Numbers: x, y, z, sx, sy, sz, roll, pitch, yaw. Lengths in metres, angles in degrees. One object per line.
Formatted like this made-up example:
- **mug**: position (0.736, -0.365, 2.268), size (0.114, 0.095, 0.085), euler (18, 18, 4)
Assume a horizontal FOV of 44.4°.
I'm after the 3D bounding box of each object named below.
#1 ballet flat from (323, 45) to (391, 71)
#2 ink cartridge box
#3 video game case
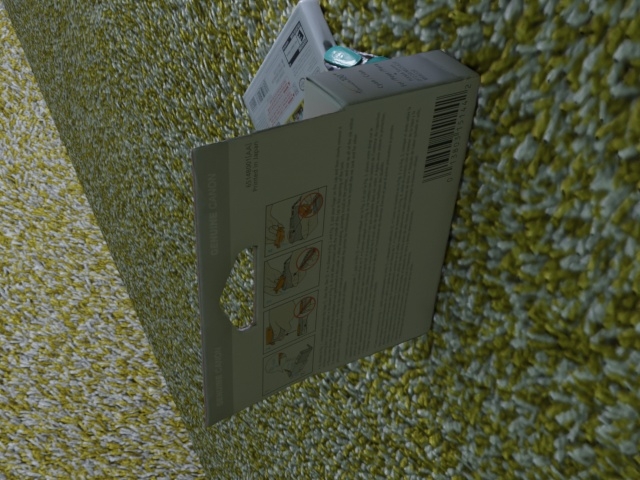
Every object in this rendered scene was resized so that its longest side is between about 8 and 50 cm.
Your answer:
- **ballet flat**: position (0.045, -0.162, 0.766), size (0.114, 0.041, 0.041), euler (37, 137, 51)
- **ink cartridge box**: position (0.000, 0.000, 0.689), size (0.066, 0.261, 0.296), euler (46, 144, 41)
- **video game case**: position (-0.015, -0.129, 0.912), size (0.206, 0.026, 0.227), euler (68, 153, 9)
